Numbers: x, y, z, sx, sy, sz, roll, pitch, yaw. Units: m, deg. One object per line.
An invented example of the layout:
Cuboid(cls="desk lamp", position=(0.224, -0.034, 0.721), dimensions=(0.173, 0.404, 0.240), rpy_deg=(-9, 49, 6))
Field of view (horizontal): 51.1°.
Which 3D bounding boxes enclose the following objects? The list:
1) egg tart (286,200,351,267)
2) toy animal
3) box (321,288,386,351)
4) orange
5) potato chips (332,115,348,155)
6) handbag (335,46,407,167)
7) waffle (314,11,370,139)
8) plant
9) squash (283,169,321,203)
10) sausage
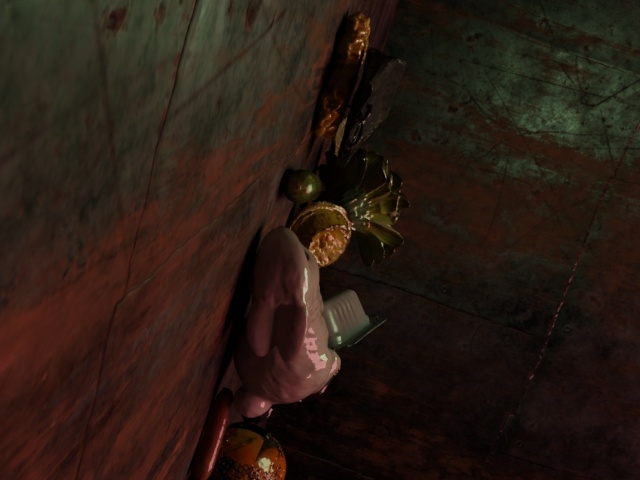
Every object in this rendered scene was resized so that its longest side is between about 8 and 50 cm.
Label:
Cuboid(cls="egg tart", position=(0.000, 0.000, 1.550), dimensions=(0.074, 0.191, 0.191), rpy_deg=(43, -56, 45))
Cuboid(cls="toy animal", position=(-0.071, 0.153, 1.204), dimensions=(0.357, 0.194, 0.258), rpy_deg=(87, 24, -49))
Cuboid(cls="box", position=(-0.016, 0.188, 1.544), dimensions=(0.337, 0.264, 0.106), rpy_deg=(-12, 89, -69))
Cuboid(cls="orange", position=(-0.173, 0.494, 1.378), dimensions=(0.234, 0.182, 0.234), rpy_deg=(-61, -173, 13))
Cuboid(cls="potato chips", position=(0.058, -0.317, 2.039), dimensions=(0.209, 0.026, 0.142), rpy_deg=(-59, 170, -68))
Cuboid(cls="handbag", position=(0.095, -0.283, 1.422), dimensions=(0.175, 0.089, 0.270), rpy_deg=(-61, 175, -32))
Cuboid(cls="waffle", position=(0.045, -0.334, 1.393), dimensions=(0.249, 0.056, 0.253), rpy_deg=(97, 14, -77))
Cuboid(cls="plant", position=(0.083, -0.102, 1.691), dimensions=(0.261, 0.306, 0.297), rpy_deg=(-44, 155, 15))
Cuboid(cls="squash", position=(-0.033, -0.105, 1.307), dimensions=(0.229, 0.066, 0.066), rpy_deg=(-40, 148, -85))
Cuboid(cls="sausage", position=(-0.202, 0.363, 1.259), dimensions=(0.047, 0.040, 0.177), rpy_deg=(38, 70, -77))
